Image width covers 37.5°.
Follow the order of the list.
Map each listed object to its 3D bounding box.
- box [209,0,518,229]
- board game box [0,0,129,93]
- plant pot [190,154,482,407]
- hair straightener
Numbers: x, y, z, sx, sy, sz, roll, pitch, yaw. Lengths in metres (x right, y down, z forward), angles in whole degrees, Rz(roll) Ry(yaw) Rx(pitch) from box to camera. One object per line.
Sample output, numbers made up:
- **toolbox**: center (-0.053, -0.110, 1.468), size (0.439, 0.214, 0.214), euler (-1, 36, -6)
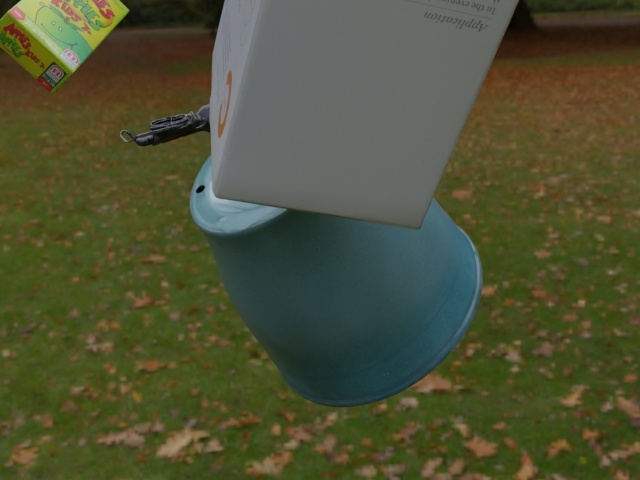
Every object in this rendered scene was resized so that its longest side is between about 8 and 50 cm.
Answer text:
- **box**: center (0.035, -0.214, 0.681), size (0.168, 0.345, 0.215), euler (9, 39, -14)
- **board game box**: center (-0.296, -0.251, 1.086), size (0.043, 0.092, 0.181), euler (-36, 21, 31)
- **plant pot**: center (0.000, 0.000, 1.024), size (0.272, 0.255, 0.271), euler (-22, 41, 21)
- **hair straightener**: center (-0.203, -0.191, 1.463), size (0.230, 0.047, 0.089), euler (-12, -8, 4)
